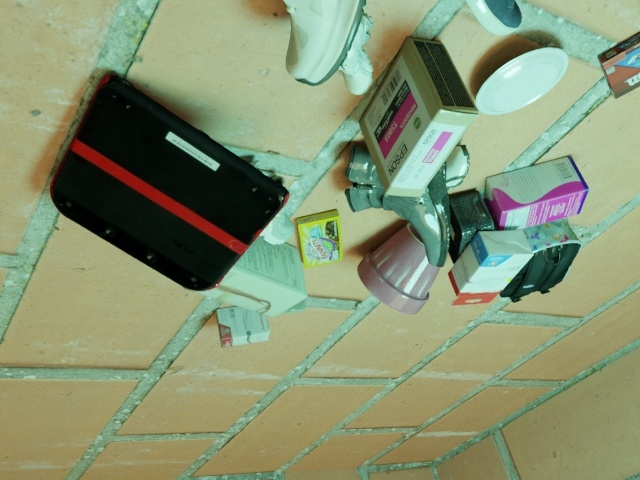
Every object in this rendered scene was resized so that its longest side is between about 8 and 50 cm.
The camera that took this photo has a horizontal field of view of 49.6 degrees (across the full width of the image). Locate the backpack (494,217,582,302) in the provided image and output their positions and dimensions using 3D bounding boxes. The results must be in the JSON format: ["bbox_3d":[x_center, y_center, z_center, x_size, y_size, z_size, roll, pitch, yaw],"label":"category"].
[{"bbox_3d":[0.575,0.028,1.875,0.225,0.191,0.253,-13,155,-9],"label":"backpack"}]

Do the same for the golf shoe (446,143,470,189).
[{"bbox_3d":[0.264,-0.146,1.589,0.093,0.077,0.198,6,141,-29],"label":"golf shoe"}]

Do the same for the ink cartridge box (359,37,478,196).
[{"bbox_3d":[0.177,-0.230,1.317,0.088,0.193,0.235,1,143,-25],"label":"ink cartridge box"}]

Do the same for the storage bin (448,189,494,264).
[{"bbox_3d":[0.372,-0.028,1.768,0.084,0.122,0.180,-14,147,-3],"label":"storage bin"}]

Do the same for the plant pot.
[{"bbox_3d":[0.225,0.061,1.793,0.201,0.201,0.180,15,121,-39],"label":"plant pot"}]

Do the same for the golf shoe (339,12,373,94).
[{"bbox_3d":[0.045,-0.319,1.218,0.086,0.069,0.176,-43,148,-25],"label":"golf shoe"}]

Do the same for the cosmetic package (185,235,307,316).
[{"bbox_3d":[-0.182,0.064,1.646,0.129,0.153,0.296,-33,142,28],"label":"cosmetic package"}]

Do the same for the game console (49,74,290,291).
[{"bbox_3d":[-0.296,-0.087,1.311,0.386,0.060,0.342,33,125,-14],"label":"game console"}]

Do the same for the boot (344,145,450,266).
[{"bbox_3d":[0.177,-0.080,1.562,0.222,0.118,0.338,-3,127,12],"label":"boot"}]

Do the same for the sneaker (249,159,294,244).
[{"bbox_3d":[-0.109,-0.080,1.514,0.121,0.099,0.262,-30,146,14],"label":"sneaker"}]

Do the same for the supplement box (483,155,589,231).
[{"bbox_3d":[0.530,-0.111,1.721,0.220,0.111,0.114,-14,148,-2],"label":"supplement box"}]

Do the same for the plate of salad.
[{"bbox_3d":[0.404,-0.326,1.405,0.199,0.048,0.200,-17,157,-8],"label":"plate of salad"}]

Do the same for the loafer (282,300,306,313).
[{"bbox_3d":[-0.102,0.193,1.973,0.125,0.045,0.039,5,149,-33],"label":"loafer"}]

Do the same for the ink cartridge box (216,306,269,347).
[{"bbox_3d":[-0.217,0.236,1.934,0.135,0.099,0.056,-6,146,-13],"label":"ink cartridge box"}]

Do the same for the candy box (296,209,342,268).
[{"bbox_3d":[0.000,0.000,1.740,0.105,0.027,0.206,-11,147,-2],"label":"candy box"}]

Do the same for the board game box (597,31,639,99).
[{"bbox_3d":[0.728,-0.410,1.436,0.281,0.027,0.145,-29,146,20],"label":"board game box"}]

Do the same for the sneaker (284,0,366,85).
[{"bbox_3d":[-0.052,-0.436,0.979,0.257,0.169,0.448,5,135,-15],"label":"sneaker"}]

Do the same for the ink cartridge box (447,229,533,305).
[{"bbox_3d":[0.416,0.073,1.750,0.134,0.078,0.231,-1,144,-21],"label":"ink cartridge box"}]

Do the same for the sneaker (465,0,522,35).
[{"bbox_3d":[0.266,-0.457,1.070,0.148,0.131,0.350,-28,145,26],"label":"sneaker"}]
